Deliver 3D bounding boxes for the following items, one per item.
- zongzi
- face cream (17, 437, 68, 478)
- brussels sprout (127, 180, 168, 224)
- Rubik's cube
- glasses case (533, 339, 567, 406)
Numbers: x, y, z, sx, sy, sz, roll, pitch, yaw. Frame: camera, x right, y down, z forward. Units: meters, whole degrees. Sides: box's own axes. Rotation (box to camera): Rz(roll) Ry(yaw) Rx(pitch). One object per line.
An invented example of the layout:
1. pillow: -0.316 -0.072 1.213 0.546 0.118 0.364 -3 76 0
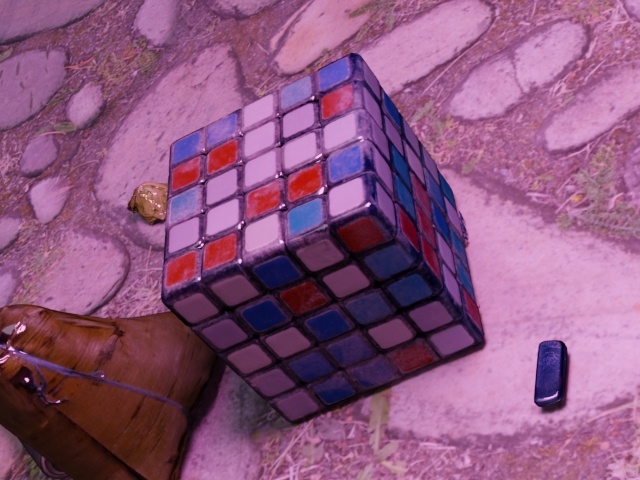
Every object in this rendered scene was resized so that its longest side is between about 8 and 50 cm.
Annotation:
1. zongzi: -0.262 0.124 1.658 0.160 0.323 0.360 -4 46 46
2. face cream: -0.421 0.243 1.852 0.073 0.073 0.283 -46 39 -8
3. brussels sprout: -0.274 -0.066 2.047 0.085 0.058 0.085 -37 24 20
4. Rubik's cube: 0.000 0.000 1.584 0.293 0.287 0.292 -23 41 20
5. glasses case: 0.260 0.151 1.445 0.033 0.023 0.083 -8 50 26
